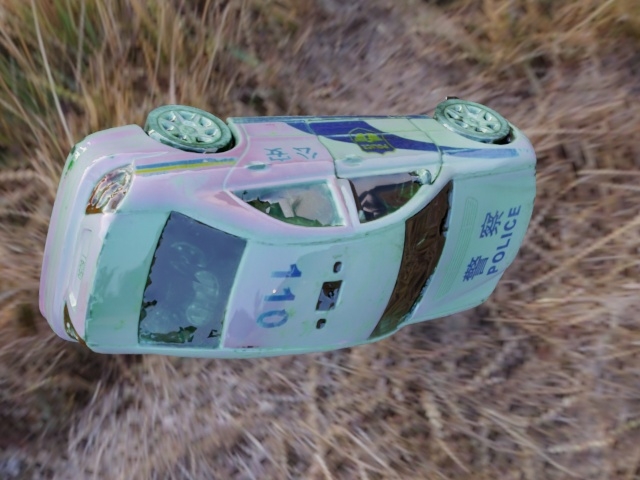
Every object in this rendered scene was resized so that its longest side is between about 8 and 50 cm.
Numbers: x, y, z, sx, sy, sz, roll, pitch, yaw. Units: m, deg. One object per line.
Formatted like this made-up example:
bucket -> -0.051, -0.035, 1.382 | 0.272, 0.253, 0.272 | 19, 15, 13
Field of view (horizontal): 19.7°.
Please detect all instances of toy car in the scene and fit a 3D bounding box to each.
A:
toy car -> 0.000, 0.000, 0.736 | 0.224, 0.076, 0.090 | -4, 124, -32
